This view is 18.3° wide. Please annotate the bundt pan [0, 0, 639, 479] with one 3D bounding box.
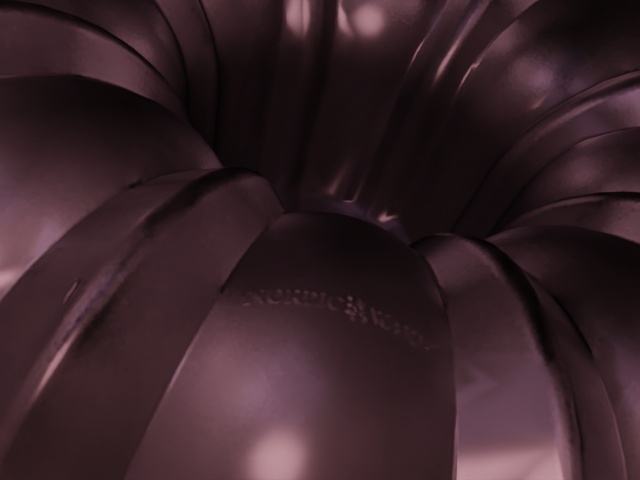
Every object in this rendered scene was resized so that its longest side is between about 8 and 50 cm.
[{"bbox_3d":[0.000,0.000,0.499,0.331,0.124,0.331,12,36,-9],"label":"bundt pan"}]
